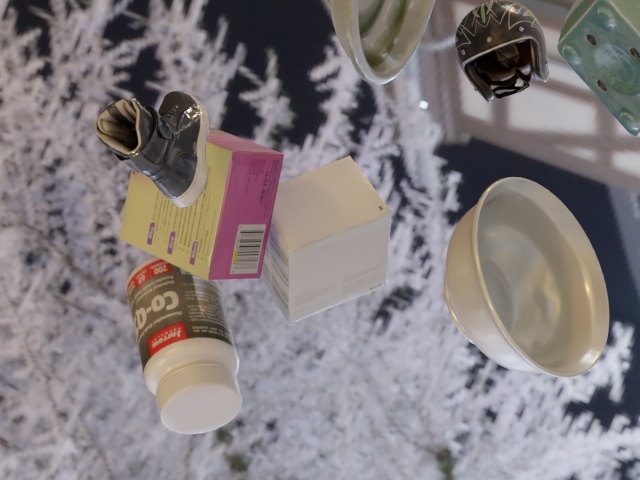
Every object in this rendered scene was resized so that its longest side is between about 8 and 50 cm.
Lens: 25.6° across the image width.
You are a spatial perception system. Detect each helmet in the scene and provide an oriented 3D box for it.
[{"bbox_3d":[0.310,-0.337,2.431,0.169,0.169,0.161,-48,-58,-31],"label":"helmet"}]

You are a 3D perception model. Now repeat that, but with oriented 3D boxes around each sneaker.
[{"bbox_3d":[-0.239,-0.170,1.993,0.086,0.226,0.163,-36,-52,22],"label":"sneaker"}]

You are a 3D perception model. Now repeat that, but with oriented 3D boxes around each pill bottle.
[{"bbox_3d":[-0.228,0.171,2.370,0.161,0.283,0.161,-11,-40,-9],"label":"pill bottle"}]

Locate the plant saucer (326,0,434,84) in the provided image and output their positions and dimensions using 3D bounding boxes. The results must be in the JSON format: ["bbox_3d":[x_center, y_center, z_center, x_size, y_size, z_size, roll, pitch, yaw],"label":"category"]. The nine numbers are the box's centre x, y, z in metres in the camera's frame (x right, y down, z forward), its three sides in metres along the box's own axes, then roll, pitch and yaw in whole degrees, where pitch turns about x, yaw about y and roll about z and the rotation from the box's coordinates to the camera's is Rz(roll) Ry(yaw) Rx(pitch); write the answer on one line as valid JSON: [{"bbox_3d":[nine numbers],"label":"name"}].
[{"bbox_3d":[0.087,-0.445,2.169,0.400,0.101,0.400,14,-90,-69],"label":"plant saucer"}]

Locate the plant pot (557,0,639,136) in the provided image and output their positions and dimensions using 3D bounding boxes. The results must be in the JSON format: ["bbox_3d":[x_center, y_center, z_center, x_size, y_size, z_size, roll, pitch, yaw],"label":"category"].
[{"bbox_3d":[0.424,-0.264,1.629,0.252,0.247,0.248,-37,-6,-21],"label":"plant pot"}]

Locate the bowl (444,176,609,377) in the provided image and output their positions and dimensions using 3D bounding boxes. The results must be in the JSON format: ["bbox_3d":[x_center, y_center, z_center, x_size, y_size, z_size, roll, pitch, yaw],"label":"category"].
[{"bbox_3d":[0.273,0.069,2.023,0.298,0.134,0.297,22,-124,-37],"label":"bowl"}]

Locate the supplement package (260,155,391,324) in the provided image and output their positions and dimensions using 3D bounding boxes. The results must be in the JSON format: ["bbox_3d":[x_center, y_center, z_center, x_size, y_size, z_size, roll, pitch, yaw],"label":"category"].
[{"bbox_3d":[0.000,0.000,2.407,0.194,0.149,0.203,-21,-36,-18],"label":"supplement package"}]

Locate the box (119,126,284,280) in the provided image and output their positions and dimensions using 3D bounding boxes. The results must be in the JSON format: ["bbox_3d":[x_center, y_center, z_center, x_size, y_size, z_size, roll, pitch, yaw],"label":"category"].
[{"bbox_3d":[-0.197,-0.070,2.302,0.117,0.243,0.213,-1,-74,-46],"label":"box"}]
